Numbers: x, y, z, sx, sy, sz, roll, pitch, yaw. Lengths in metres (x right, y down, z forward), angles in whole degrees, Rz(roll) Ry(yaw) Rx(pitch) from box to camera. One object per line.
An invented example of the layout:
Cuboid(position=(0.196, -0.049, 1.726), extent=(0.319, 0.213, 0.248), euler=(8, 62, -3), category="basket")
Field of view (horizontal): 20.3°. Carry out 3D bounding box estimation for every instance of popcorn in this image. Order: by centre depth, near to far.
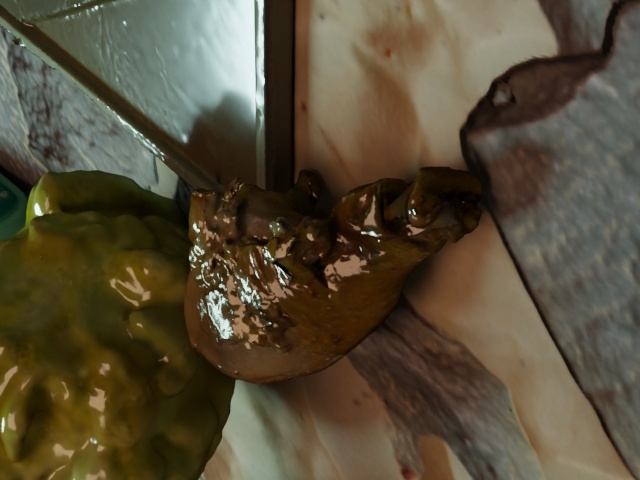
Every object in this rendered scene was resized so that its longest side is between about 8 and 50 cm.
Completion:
Cuboid(position=(-0.141, 0.066, 1.023), extent=(0.181, 0.217, 0.235), euler=(30, 118, -11), category="popcorn")

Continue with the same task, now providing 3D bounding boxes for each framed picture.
Cuboid(position=(-0.118, -0.160, 0.974), extent=(0.315, 0.024, 0.232), euler=(39, 143, 35), category="framed picture")

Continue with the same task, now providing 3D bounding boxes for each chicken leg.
Cuboid(position=(0.002, 0.003, 0.862), extent=(0.207, 0.085, 0.101), euler=(-34, 72, 52), category="chicken leg")

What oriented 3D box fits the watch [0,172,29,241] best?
Cuboid(position=(-0.236, 0.040, 1.283), extent=(0.237, 0.068, 0.195), euler=(30, 138, 46), category="watch")
